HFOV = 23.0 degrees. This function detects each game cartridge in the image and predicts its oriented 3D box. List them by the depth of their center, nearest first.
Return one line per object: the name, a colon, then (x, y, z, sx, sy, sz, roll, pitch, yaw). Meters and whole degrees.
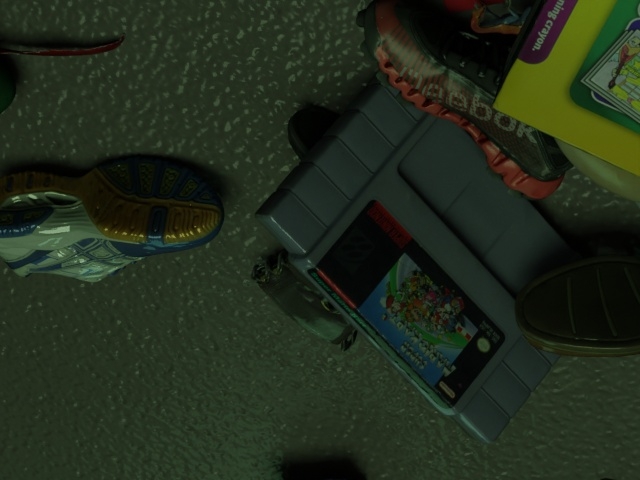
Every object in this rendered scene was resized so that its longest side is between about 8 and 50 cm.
game cartridge: (0.122, 0.019, 1.628, 0.355, 0.230, 0.068, 45, 160, -19)

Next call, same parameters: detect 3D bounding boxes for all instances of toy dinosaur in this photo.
toy dinosaur: (0.186, -0.212, 1.513, 0.090, 0.082, 0.047, 53, 157, 17)

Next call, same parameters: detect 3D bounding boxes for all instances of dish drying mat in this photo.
dish drying mat: (0.161, -0.244, 1.545, 0.083, 0.008, 0.032, -10, 127, 22)

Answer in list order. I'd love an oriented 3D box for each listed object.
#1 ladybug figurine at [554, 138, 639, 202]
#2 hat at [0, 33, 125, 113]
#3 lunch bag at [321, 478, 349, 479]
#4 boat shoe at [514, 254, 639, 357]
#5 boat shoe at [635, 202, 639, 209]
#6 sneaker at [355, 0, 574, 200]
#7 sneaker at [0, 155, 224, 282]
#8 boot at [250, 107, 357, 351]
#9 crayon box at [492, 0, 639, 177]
ladybug figurine: (0.362, -0.234, 1.388, 0.305, 0.162, 0.449, 27, 127, -1)
hat: (-0.353, -0.181, 1.736, 0.208, 0.183, 0.173, 41, 134, 40)
lunch bag: (-0.001, 0.355, 1.993, 0.128, 0.096, 0.151, -8, 133, 22)
boat shoe: (0.354, 0.077, 1.628, 0.307, 0.111, 0.104, -7, 151, 2)
boat shoe: (0.441, -0.091, 1.512, 0.320, 0.118, 0.103, -27, 120, 39)
sneaker: (0.164, -0.158, 1.543, 0.276, 0.098, 0.135, 38, 138, -16)
sneaker: (-0.241, -0.015, 1.794, 0.296, 0.112, 0.131, 1, 144, 18)
boot: (0.000, 0.000, 1.731, 0.263, 0.091, 0.229, 47, 132, -12)
crayon box: (0.354, -0.200, 1.247, 0.313, 0.106, 0.363, 25, 128, -1)
